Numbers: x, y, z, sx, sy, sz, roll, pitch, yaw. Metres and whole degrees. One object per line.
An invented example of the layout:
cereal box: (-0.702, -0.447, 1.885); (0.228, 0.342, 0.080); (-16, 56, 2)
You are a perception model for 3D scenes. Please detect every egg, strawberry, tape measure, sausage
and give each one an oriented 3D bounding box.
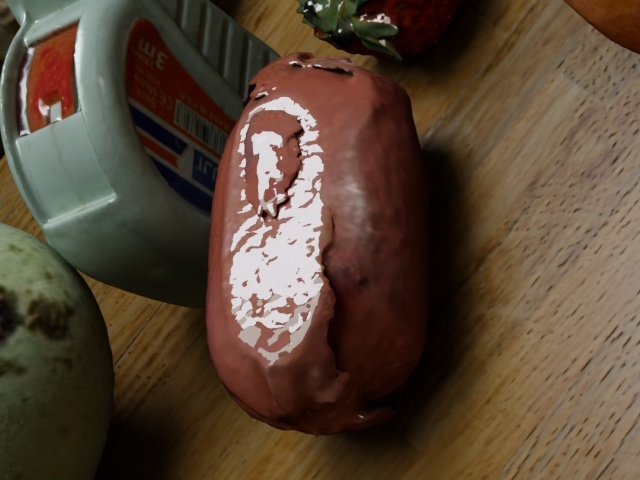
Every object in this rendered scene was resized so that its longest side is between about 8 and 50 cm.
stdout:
egg: (-0.310, 0.142, 1.377); (0.379, 0.288, 0.287); (-53, 38, 27)
strawberry: (0.056, -0.193, 1.386); (0.131, 0.148, 0.131); (24, 124, 41)
tape measure: (-0.128, -0.082, 1.380); (0.125, 0.243, 0.246); (-19, 52, 36)
sausage: (0.000, 0.000, 1.272); (0.152, 0.152, 0.279); (-24, 49, 33)

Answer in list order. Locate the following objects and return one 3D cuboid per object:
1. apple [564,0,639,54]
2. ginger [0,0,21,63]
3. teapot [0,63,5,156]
apple: (0.223, -0.238, 1.109); (0.275, 0.299, 0.299); (-47, 38, 35)
ginger: (-0.184, -0.297, 1.548); (0.176, 0.256, 0.375); (0, 74, 27)
teapot: (-0.366, -0.158, 1.728); (0.268, 0.175, 0.185); (-18, 56, 37)
